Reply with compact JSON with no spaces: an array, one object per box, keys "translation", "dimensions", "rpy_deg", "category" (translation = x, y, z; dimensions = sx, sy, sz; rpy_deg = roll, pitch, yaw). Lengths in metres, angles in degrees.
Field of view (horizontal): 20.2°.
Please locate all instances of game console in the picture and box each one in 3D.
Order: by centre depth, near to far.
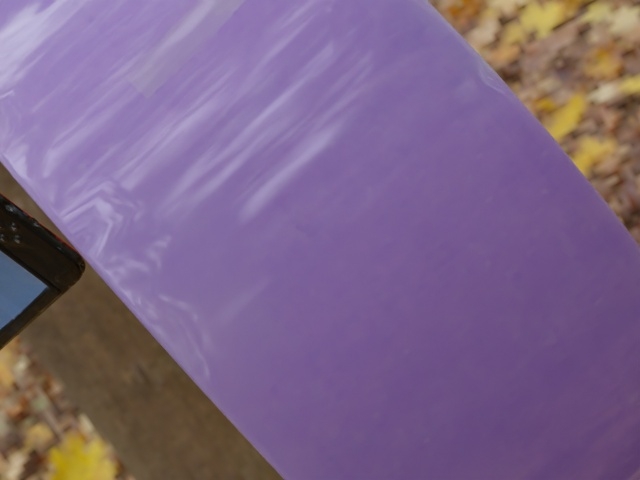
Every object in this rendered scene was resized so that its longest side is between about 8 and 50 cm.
[{"translation":[-0.236,0.035,1.094],"dimensions":[0.144,0.124,0.085],"rpy_deg":[-38,20,42],"category":"game console"}]

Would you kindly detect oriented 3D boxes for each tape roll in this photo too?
[{"translation":[0.000,0.000,0.413],"dimensions":[0.080,0.189,0.189],"rpy_deg":[-42,19,-4],"category":"tape roll"}]
